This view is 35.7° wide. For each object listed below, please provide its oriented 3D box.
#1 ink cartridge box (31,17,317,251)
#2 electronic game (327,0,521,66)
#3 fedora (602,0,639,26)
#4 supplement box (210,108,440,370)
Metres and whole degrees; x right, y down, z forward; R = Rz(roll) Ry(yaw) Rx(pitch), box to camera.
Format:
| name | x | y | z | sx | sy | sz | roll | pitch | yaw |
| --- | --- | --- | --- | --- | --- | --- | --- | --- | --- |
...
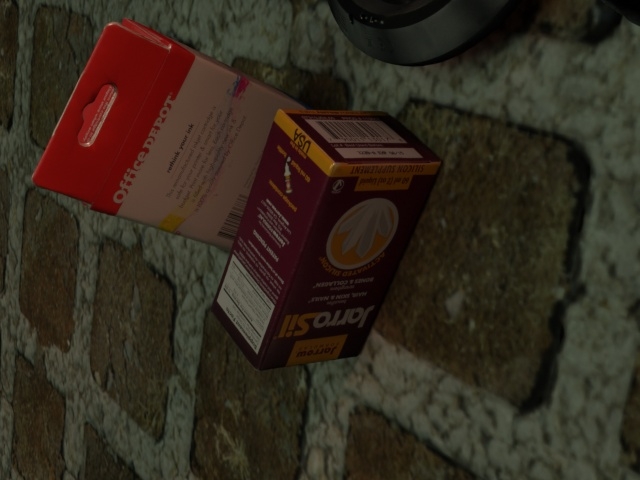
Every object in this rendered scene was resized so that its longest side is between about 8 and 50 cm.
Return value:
| name | x | y | z | sx | sy | sz | roll | pitch | yaw |
| --- | --- | --- | --- | --- | --- | --- | --- | --- | --- |
| ink cartridge box | -0.109 | -0.079 | 0.768 | 0.078 | 0.231 | 0.134 | 38 | 103 | 45 |
| electronic game | 0.078 | -0.234 | 0.682 | 0.229 | 0.048 | 0.229 | -8 | 80 | 49 |
| fedora | 0.209 | -0.174 | 0.283 | 0.152 | 0.334 | 0.334 | -88 | 21 | -52 |
| supplement box | 0.000 | 0.000 | 0.758 | 0.081 | 0.104 | 0.188 | 48 | 129 | 39 |
